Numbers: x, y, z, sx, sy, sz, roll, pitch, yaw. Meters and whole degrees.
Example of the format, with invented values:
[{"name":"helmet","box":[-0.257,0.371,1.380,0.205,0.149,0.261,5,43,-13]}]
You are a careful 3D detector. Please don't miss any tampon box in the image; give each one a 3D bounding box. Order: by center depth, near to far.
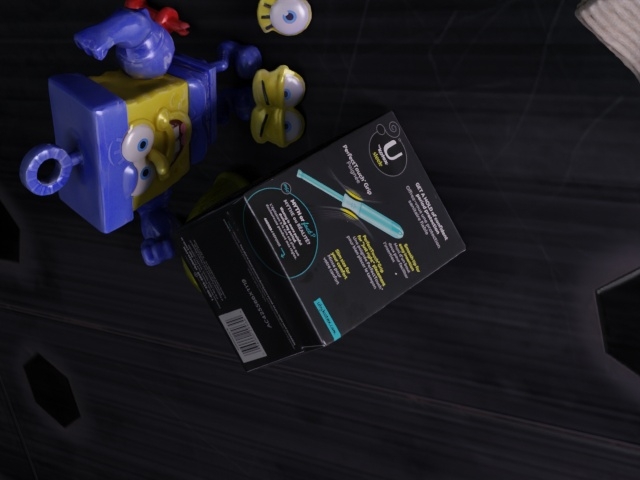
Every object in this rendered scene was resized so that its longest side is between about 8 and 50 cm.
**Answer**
[{"name":"tampon box","box":[0.000,0.000,0.995,0.101,0.161,0.120,-23,97,51]}]

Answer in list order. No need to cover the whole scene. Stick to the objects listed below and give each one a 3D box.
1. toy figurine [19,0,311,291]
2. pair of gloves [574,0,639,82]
[{"name":"toy figurine","box":[-0.154,-0.074,1.059,0.191,0.217,0.363,29,133,30]},{"name":"pair of gloves","box":[0.268,-0.076,0.707,0.240,0.042,0.204,-10,129,46]}]
